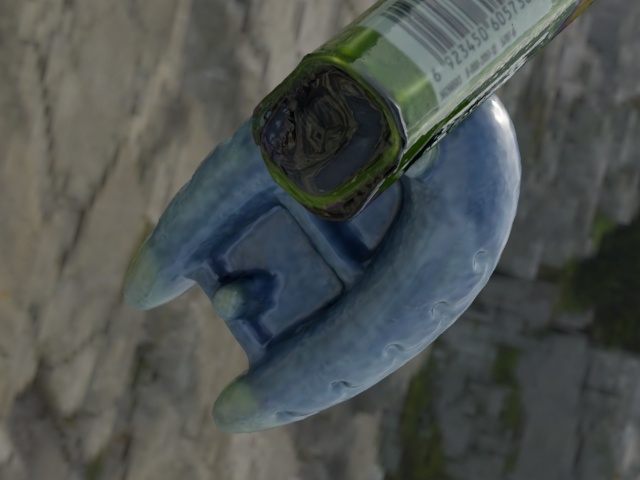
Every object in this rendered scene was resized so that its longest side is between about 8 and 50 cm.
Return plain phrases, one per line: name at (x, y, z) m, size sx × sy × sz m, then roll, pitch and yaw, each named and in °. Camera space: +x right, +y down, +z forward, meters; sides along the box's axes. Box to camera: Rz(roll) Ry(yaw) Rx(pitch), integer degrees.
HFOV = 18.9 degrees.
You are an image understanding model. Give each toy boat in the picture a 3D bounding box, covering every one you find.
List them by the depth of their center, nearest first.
toy boat at (0.000, 0.000, 1.405) m, size 0.330 × 0.215 × 0.123 m, roll -36°, pitch 172°, yaw 19°

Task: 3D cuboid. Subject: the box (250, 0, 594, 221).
box at (0.099, -0.150, 1.283) m, size 0.345 × 0.097 × 0.134 m, roll -42°, pitch 173°, yaw -37°
